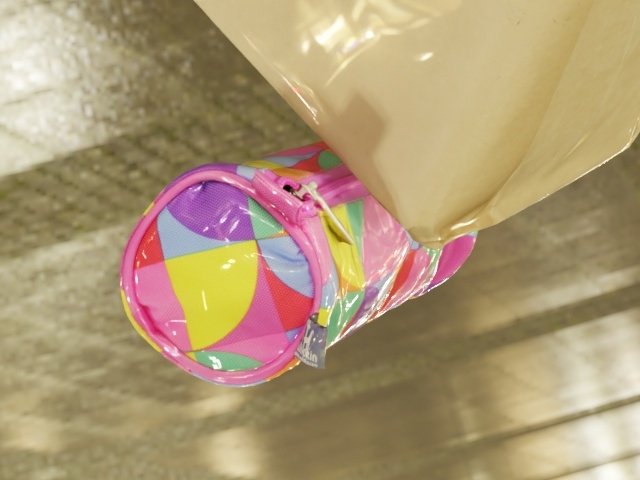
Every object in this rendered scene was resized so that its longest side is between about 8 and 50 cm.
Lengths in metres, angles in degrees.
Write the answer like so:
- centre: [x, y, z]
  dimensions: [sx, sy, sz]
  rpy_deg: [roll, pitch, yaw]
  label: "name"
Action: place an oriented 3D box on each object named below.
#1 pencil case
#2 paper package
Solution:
- centre: [0.000, 0.000, 0.763]
  dimensions: [0.104, 0.104, 0.236]
  rpy_deg: [-21, -179, 22]
  label: "pencil case"
- centre: [0.052, -0.225, 0.677]
  dimensions: [0.168, 0.309, 0.325]
  rpy_deg: [-23, 151, -39]
  label: "paper package"
